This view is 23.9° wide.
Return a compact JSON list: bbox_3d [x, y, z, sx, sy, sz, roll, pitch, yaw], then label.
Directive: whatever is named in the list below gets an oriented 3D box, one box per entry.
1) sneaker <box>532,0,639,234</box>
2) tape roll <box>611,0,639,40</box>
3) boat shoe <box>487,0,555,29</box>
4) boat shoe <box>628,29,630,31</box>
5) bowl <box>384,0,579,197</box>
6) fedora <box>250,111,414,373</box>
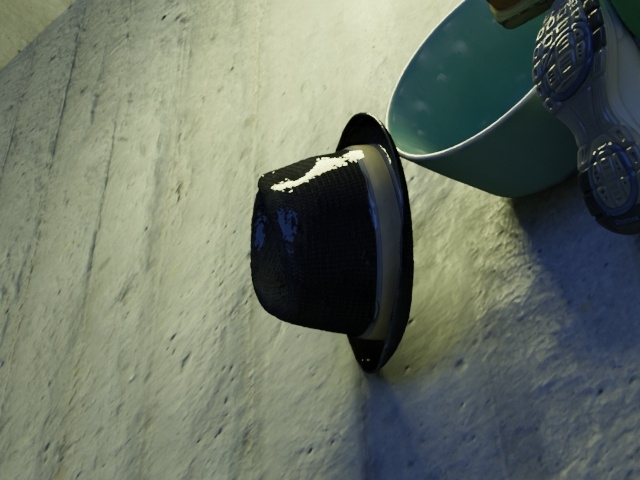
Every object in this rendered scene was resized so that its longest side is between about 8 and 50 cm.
[{"bbox_3d":[0.317,-0.139,1.603,0.111,0.129,0.297,-35,61,47],"label":"sneaker"},{"bbox_3d":[0.441,-0.327,1.544,0.321,0.321,0.077,-37,29,23],"label":"tape roll"},{"bbox_3d":[0.228,-0.388,1.815,0.122,0.120,0.324,-33,30,26],"label":"boat shoe"},{"bbox_3d":[0.378,-0.339,1.870,0.355,0.130,0.132,-33,31,30],"label":"boat shoe"},{"bbox_3d":[0.245,-0.175,1.821,0.311,0.163,0.311,-37,29,25],"label":"bowl"},{"bbox_3d":[0.000,0.000,1.823,0.334,0.152,0.334,180,90,-75],"label":"fedora"}]
